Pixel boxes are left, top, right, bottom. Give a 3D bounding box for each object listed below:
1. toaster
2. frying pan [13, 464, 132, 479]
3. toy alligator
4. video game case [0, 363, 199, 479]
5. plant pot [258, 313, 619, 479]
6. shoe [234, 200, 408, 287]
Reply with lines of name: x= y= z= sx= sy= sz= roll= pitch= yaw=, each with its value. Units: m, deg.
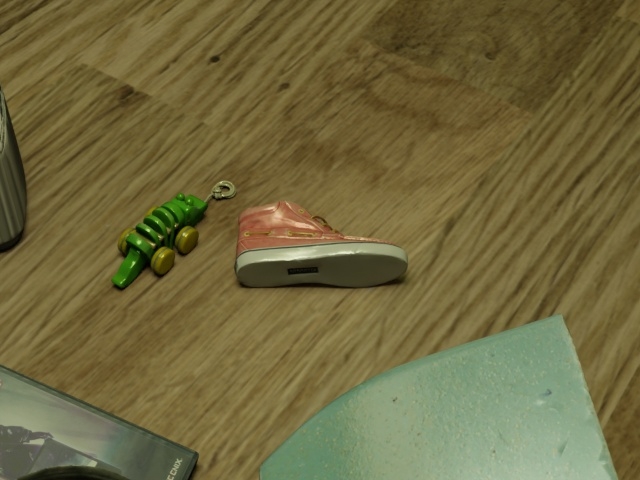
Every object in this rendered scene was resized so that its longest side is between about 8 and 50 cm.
toaster: x=-0.378 y=-0.088 z=1.147 sx=0.129 sy=0.146 sz=0.227 roll=-9 pitch=50 yaw=-11
frying pan: x=-0.152 y=0.239 z=0.893 sx=0.197 sy=0.053 sz=0.326 roll=47 pitch=47 yaw=1
toy alligator: x=-0.153 y=-0.023 z=1.169 sx=0.056 sy=0.051 sz=0.190 roll=30 pitch=53 yaw=20
video game case: x=-0.265 y=0.207 z=0.938 sx=0.274 sy=0.026 sz=0.196 roll=24 pitch=50 yaw=1
plant pot: x=0.089 y=0.241 z=0.838 sx=0.252 sy=0.247 sz=0.248 roll=-11 pitch=49 yaw=2
shoe: x=0.000 y=0.000 z=1.151 sx=0.177 sy=0.063 sz=0.081 roll=-2 pitch=53 yaw=-1
